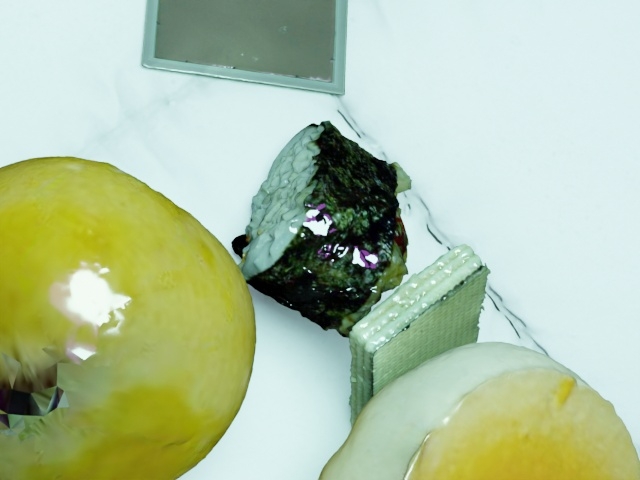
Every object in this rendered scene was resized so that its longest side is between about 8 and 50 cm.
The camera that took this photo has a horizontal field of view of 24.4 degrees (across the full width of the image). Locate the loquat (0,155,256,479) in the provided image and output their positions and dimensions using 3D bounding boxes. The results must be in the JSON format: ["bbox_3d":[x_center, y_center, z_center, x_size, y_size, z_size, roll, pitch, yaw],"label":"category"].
[{"bbox_3d":[-0.175,0.064,1.078,0.263,0.263,0.263,4,73,-15],"label":"loquat"}]

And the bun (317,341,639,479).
[{"bbox_3d":[0.103,0.223,1.148,0.299,0.165,0.299,-1,92,-37],"label":"bun"}]

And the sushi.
[{"bbox_3d":[0.000,0.000,1.190,0.115,0.212,0.147,37,105,-15],"label":"sushi"}]

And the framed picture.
[{"bbox_3d":[-0.064,-0.206,1.318,0.183,0.011,0.142,6,73,-14],"label":"framed picture"}]

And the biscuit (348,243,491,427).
[{"bbox_3d":[0.074,0.088,1.175,0.121,0.199,0.040,-38,66,-19],"label":"biscuit"}]
